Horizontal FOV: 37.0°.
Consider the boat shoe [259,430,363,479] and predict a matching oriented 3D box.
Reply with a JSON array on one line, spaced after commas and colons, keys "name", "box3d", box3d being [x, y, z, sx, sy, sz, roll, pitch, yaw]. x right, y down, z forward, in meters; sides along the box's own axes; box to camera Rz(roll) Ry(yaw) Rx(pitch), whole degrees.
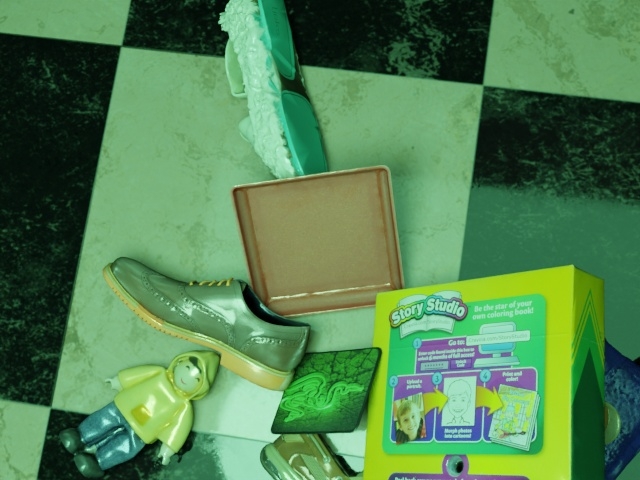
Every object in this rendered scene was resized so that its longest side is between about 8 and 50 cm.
[{"name": "boat shoe", "box3d": [0.049, 0.416, 1.522, 0.324, 0.122, 0.120, 43, 83, 11]}]

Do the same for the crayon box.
[{"name": "crayon box", "box3d": [0.238, 0.217, 1.427, 0.363, 0.106, 0.313, -11, 66, 43]}]

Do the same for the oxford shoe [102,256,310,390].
[{"name": "oxford shoe", "box3d": [-0.185, 0.105, 1.588, 0.363, 0.130, 0.133, 28, 102, 1]}]

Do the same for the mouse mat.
[{"name": "mouse mat", "box3d": [0.007, 0.241, 1.535, 0.189, 0.007, 0.152, -12, 46, 42]}]

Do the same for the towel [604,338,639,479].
[{"name": "towel", "box3d": [0.387, 0.241, 1.547, 0.308, 0.076, 0.227, 42, 83, 10]}]

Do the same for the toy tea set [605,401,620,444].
[{"name": "toy tea set", "box3d": [0.326, 0.358, 1.468, 0.336, 0.124, 0.200, -35, 59, 34]}]

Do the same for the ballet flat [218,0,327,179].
[{"name": "ballet flat", "box3d": [-0.090, -0.252, 1.676, 0.147, 0.147, 0.409, -13, 75, 3]}]

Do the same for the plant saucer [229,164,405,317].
[{"name": "plant saucer", "box3d": [0.000, 0.000, 1.583, 0.258, 0.048, 0.259, -7, 117, 5]}]

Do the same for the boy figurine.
[{"name": "boy figurine", "box3d": [-0.282, 0.285, 1.596, 0.285, 0.092, 0.177, -34, 75, 2]}]
